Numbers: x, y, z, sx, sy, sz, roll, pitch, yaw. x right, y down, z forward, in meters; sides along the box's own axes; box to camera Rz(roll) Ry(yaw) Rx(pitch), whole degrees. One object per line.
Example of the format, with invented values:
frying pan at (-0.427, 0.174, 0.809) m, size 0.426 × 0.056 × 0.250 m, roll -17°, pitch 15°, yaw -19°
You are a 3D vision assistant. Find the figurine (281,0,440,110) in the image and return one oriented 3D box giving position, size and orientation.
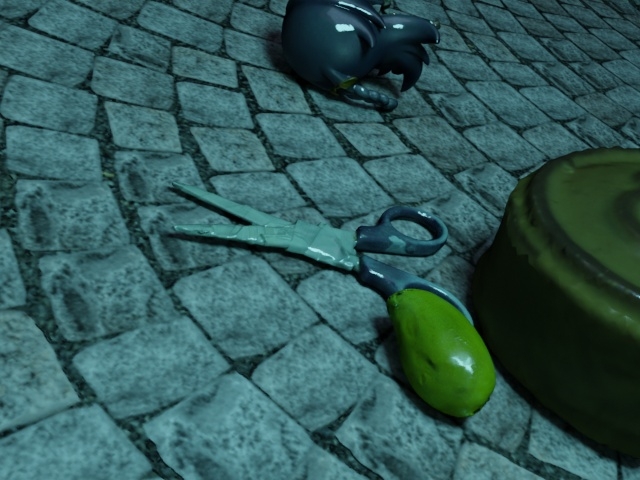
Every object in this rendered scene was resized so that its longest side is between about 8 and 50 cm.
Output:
figurine at (0.068, -0.321, 1.409) m, size 0.265 × 0.175 × 0.197 m, roll 12°, pitch 42°, yaw -6°

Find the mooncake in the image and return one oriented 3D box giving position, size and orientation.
mooncake at (0.394, 0.061, 1.057) m, size 0.393 × 0.246 × 0.394 m, roll 2°, pitch 38°, yaw -20°

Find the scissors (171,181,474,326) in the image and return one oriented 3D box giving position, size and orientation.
scissors at (0.000, 0.000, 1.072) m, size 0.384 × 0.029 × 0.256 m, roll 15°, pitch 36°, yaw -13°

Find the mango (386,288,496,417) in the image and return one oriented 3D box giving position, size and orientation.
mango at (0.127, 0.115, 0.945) m, size 0.091 × 0.074 × 0.165 m, roll -23°, pitch 60°, yaw -18°
